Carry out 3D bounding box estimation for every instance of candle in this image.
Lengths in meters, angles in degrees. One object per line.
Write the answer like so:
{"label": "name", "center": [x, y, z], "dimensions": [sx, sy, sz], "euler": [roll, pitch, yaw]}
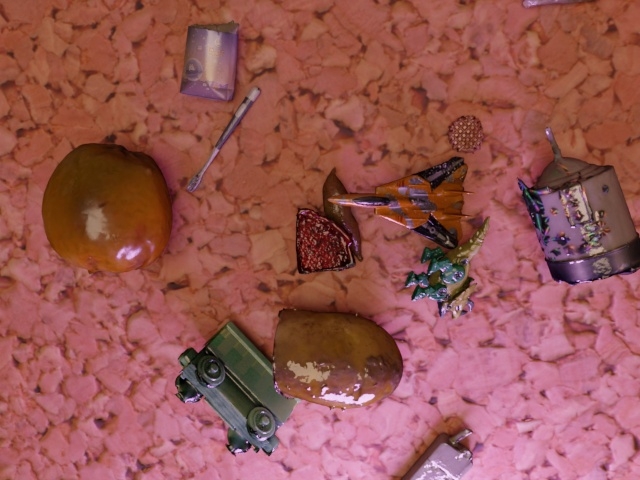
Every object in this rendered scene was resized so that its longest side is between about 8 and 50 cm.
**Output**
{"label": "candle", "center": [0.511, -0.074, 1.132], "dimensions": [0.188, 0.187, 0.330], "euler": [-21, 94, 10]}

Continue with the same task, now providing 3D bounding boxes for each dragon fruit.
{"label": "dragon fruit", "center": [0.002, 0.000, 1.255], "dimensions": [0.121, 0.127, 0.160], "euler": [-9, 96, -9]}

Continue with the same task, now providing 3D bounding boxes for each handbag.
{"label": "handbag", "center": [-0.238, -0.398, 1.233], "dimensions": [0.117, 0.095, 0.173], "euler": [10, 108, 0]}

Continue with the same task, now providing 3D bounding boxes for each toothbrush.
{"label": "toothbrush", "center": [-0.224, -0.229, 1.286], "dimensions": [0.024, 0.026, 0.288], "euler": [36, 101, -3]}

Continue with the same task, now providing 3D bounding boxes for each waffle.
{"label": "waffle", "center": [0.314, -0.227, 1.215], "dimensions": [0.075, 0.029, 0.083], "euler": [-5, 101, 9]}

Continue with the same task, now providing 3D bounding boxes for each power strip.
{"label": "power strip", "center": [0.270, 0.552, 1.330], "dimensions": [0.093, 0.053, 0.288], "euler": [37, 101, 2]}

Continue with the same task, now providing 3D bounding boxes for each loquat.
{"label": "loquat", "center": [-0.459, -0.068, 1.230], "dimensions": [0.276, 0.276, 0.283], "euler": [10, 97, 6]}

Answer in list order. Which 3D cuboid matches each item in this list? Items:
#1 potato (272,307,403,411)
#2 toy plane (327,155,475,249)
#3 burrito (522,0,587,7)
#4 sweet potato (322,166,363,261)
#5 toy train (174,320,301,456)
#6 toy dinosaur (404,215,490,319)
{"label": "potato", "center": [0.047, 0.264, 1.240], "dimensions": [0.266, 0.229, 0.229], "euler": [-2, 99, 8]}
{"label": "toy plane", "center": [0.166, -0.083, 1.204], "dimensions": [0.316, 0.103, 0.204], "euler": [1, 98, -9]}
{"label": "burrito", "center": [0.495, -0.506, 1.141], "dimensions": [0.171, 0.042, 0.051], "euler": [-2, 109, 9]}
{"label": "sweet potato", "center": [0.046, -0.050, 1.261], "dimensions": [0.068, 0.068, 0.226], "euler": [-17, 99, 10]}
{"label": "toy train", "center": [-0.185, 0.340, 1.283], "dimensions": [0.301, 0.202, 0.120], "euler": [46, 120, -1]}
{"label": "toy dinosaur", "center": [0.284, 0.058, 1.215], "dimensions": [0.153, 0.094, 0.259], "euler": [9, 116, -14]}
